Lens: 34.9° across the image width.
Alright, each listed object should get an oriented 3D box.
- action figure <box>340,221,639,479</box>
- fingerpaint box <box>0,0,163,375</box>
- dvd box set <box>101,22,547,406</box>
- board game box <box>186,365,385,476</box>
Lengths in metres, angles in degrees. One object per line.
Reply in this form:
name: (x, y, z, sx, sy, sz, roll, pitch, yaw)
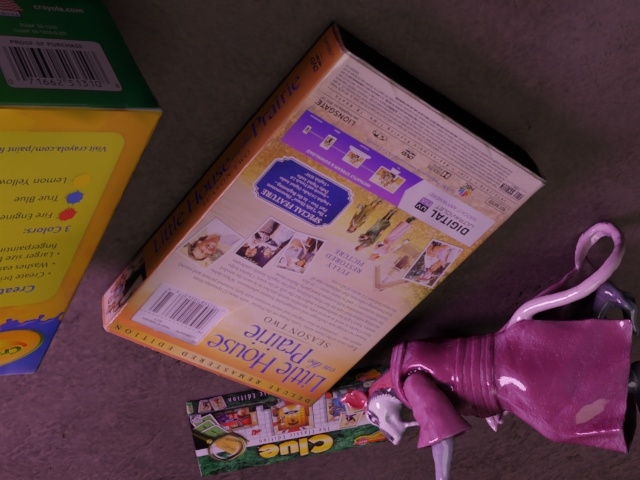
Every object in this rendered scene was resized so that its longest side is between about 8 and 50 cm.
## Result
action figure: (0.199, 0.159, 1.215, 0.370, 0.248, 0.276, -7, 110, 12)
fingerpaint box: (-0.408, -0.030, 0.812, 0.444, 0.163, 0.371, -5, 142, -38)
dvd box set: (0.000, 0.000, 1.129, 0.307, 0.062, 0.420, 26, 119, -32)
board game box: (-0.041, 0.242, 1.353, 0.259, 0.030, 0.136, -10, 134, -6)
